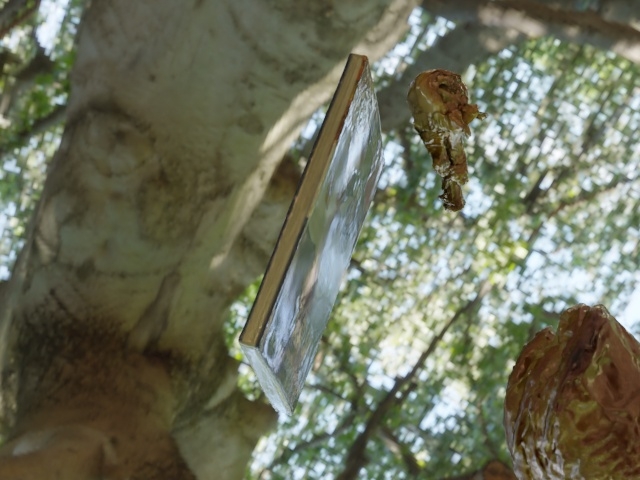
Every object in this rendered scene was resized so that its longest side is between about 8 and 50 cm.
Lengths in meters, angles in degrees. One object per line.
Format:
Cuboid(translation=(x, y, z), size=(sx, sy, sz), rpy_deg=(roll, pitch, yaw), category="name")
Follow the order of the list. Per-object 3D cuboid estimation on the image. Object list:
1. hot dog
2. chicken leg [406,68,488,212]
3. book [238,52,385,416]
Cuboid(translation=(0.281, 0.190, 1.040), size=(0.272, 0.122, 0.196), rpy_deg=(46, -125, -22), category="hot dog")
Cuboid(translation=(0.175, -0.132, 1.495), size=(0.101, 0.208, 0.085), rpy_deg=(10, -146, 40), category="chicken leg")
Cuboid(translation=(0.000, 0.000, 1.511), size=(0.039, 0.300, 0.428), rpy_deg=(15, -111, 13), category="book")
